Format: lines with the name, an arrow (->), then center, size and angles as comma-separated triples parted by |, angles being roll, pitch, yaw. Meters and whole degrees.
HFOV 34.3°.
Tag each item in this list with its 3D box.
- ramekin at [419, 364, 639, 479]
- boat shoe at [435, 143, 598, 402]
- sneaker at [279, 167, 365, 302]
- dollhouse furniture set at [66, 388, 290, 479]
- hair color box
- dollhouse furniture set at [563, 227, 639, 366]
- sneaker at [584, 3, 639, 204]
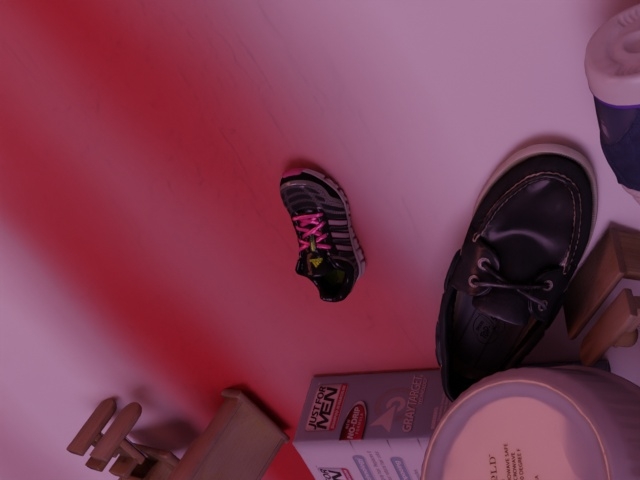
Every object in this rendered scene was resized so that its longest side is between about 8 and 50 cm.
ramekin -> 0.220, 0.247, 1.019 | 0.273, 0.272, 0.127 | -24, 150, 34
boat shoe -> 0.189, 0.054, 1.068 | 0.127, 0.113, 0.340 | 21, 135, -2
sneaker -> 0.000, 0.000, 1.105 | 0.063, 0.074, 0.170 | -6, 130, 23
dollhouse furniture set -> -0.186, 0.297, 1.443 | 0.242, 0.161, 0.212 | -4, 135, 51
hair color box -> 0.177, 0.255, 1.267 | 0.375, 0.113, 0.185 | -7, 130, 23
dollhouse furniture set -> 0.348, 0.090, 1.050 | 0.151, 0.144, 0.123 | 8, 141, -10
sneaker -> 0.394, -0.113, 0.847 | 0.323, 0.130, 0.236 | -14, 137, 23
